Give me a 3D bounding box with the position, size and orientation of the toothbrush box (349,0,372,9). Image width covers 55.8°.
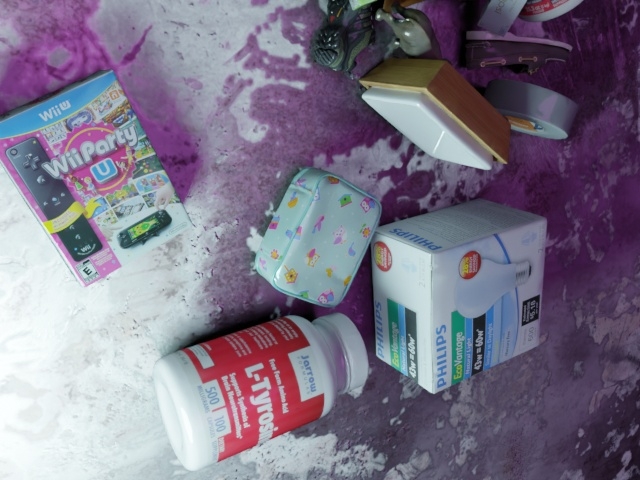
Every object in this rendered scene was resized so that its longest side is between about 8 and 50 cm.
[{"bbox_3d":[0.156,-0.568,1.077,0.283,0.122,0.206,-23,107,5],"label":"toothbrush box"}]

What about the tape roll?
[{"bbox_3d":[0.493,-0.311,1.443,0.219,0.219,0.072,17,95,-34],"label":"tape roll"}]

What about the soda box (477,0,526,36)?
[{"bbox_3d":[0.418,-0.547,1.287,0.069,0.216,0.074,24,56,-2],"label":"soda box"}]

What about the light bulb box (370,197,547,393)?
[{"bbox_3d":[0.335,0.120,1.475,0.361,0.225,0.357,-16,113,-28],"label":"light bulb box"}]

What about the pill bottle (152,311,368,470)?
[{"bbox_3d":[-0.115,0.289,1.248,0.408,0.229,0.229,-16,112,-27],"label":"pill bottle"}]

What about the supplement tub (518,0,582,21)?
[{"bbox_3d":[0.482,-0.650,1.348,0.191,0.191,0.272,-49,123,-10],"label":"supplement tub"}]

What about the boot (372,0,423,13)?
[{"bbox_3d":[0.250,-0.585,1.209,0.281,0.264,0.096,-14,70,-18],"label":"boot"}]

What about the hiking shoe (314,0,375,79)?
[{"bbox_3d":[0.069,-0.451,1.234,0.114,0.086,0.226,15,100,-50],"label":"hiking shoe"}]

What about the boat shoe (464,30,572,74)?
[{"bbox_3d":[0.478,-0.449,1.463,0.305,0.109,0.091,-3,107,-25],"label":"boat shoe"}]

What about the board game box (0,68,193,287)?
[{"bbox_3d":[-0.392,-0.105,1.036,0.224,0.097,0.303,-33,118,-20],"label":"board game box"}]

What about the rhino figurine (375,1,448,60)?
[{"bbox_3d":[0.209,-0.413,1.281,0.073,0.106,0.243,-54,149,4],"label":"rhino figurine"}]

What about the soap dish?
[{"bbox_3d":[0.253,-0.276,1.298,0.291,0.229,0.118,30,89,-35],"label":"soap dish"}]

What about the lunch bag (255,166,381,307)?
[{"bbox_3d":[0.000,0.000,1.302,0.224,0.108,0.279,23,93,-40],"label":"lunch bag"}]
